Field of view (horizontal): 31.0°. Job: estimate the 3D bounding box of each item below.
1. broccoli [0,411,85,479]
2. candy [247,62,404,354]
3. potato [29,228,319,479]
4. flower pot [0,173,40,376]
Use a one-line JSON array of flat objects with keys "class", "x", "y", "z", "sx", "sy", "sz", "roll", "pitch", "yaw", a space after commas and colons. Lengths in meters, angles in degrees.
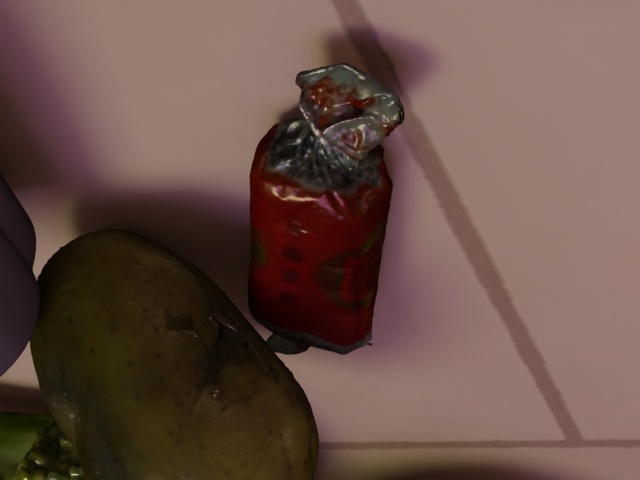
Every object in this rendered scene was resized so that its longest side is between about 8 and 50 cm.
[{"class": "broccoli", "x": -0.217, "y": 0.196, "z": 0.948, "sx": 0.397, "sy": 0.275, "sz": 0.353, "roll": 40, "pitch": 124, "yaw": 1}, {"class": "candy", "x": -0.001, "y": 0.001, "z": 0.689, "sx": 0.086, "sy": 0.059, "sz": 0.292, "roll": 13, "pitch": 143, "yaw": 6}, {"class": "potato", "x": -0.094, "y": 0.098, "z": 0.734, "sx": 0.248, "sy": 0.143, "sz": 0.169, "roll": 51, "pitch": 133, "yaw": 22}, {"class": "flower pot", "x": -0.305, "y": -0.003, "z": 0.660, "sx": 0.265, "sy": 0.265, "sz": 0.243, "roll": -4, "pitch": 152, "yaw": 26}]
